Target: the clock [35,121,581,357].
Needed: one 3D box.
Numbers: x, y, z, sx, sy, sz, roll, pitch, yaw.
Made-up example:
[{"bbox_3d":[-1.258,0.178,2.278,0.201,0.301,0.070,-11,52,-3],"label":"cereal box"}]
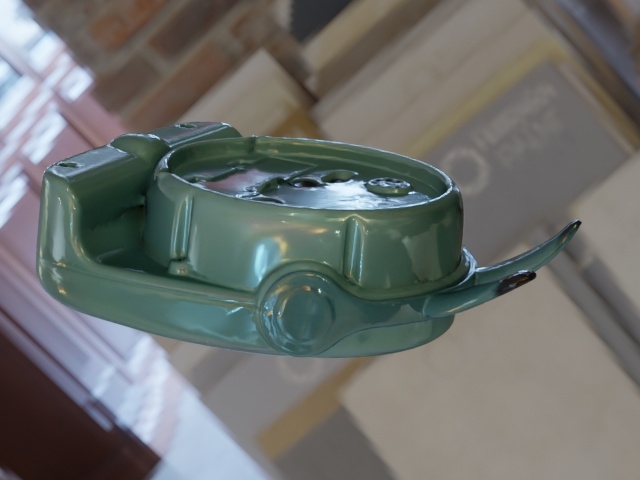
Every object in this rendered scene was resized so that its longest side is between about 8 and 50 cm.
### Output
[{"bbox_3d":[0.000,0.001,0.572,0.147,0.045,0.108,12,18,22],"label":"clock"}]
